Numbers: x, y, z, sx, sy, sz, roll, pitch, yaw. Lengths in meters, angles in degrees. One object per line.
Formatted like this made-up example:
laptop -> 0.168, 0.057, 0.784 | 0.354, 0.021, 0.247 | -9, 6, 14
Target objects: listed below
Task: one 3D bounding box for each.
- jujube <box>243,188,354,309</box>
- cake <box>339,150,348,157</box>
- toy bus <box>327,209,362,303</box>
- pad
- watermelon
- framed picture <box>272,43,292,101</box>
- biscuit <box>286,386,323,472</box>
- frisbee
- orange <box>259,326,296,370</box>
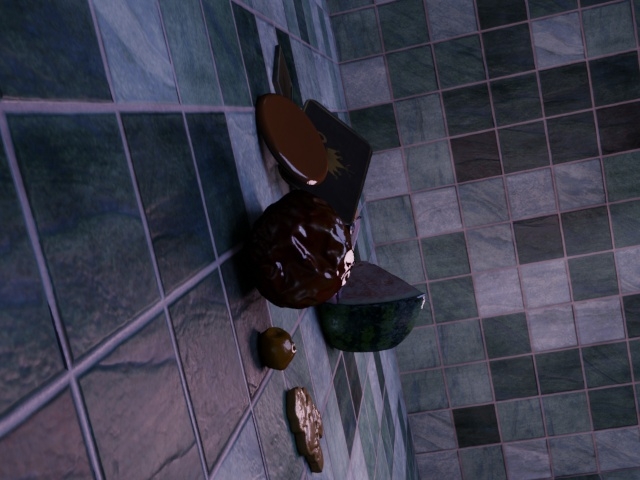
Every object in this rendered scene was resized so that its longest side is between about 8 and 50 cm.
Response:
jujube -> -0.043, 0.008, 1.374 | 0.342, 0.216, 0.217 | -111, -172, -74
cake -> 0.020, -0.215, 2.036 | 0.262, 0.159, 0.158 | -90, 163, -53
toy bus -> 0.038, 0.034, 1.872 | 0.112, 0.090, 0.274 | 68, 34, -52
pad -> 0.012, -0.248, 1.833 | 0.314, 0.063, 0.376 | 34, 41, -17
watermelon -> 0.161, 0.192, 2.001 | 0.283, 0.250, 0.293 | 91, 24, -52
framed picture -> -0.104, -0.438, 1.981 | 0.203, 0.015, 0.150 | -91, 167, -46
biscuit -> -0.028, 0.391, 1.494 | 0.236, 0.040, 0.144 | 72, 6, -49
frisbee -> -0.062, -0.245, 1.681 | 0.250, 0.021, 0.251 | 38, 36, -34
orange -> -0.077, 0.203, 1.309 | 0.086, 0.062, 0.086 | -9, 90, -78
